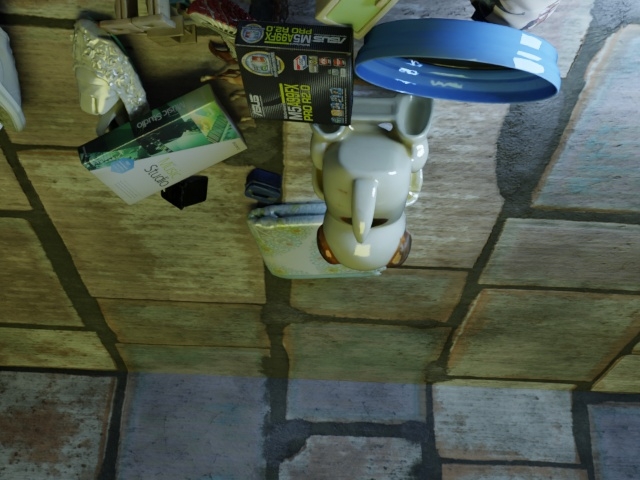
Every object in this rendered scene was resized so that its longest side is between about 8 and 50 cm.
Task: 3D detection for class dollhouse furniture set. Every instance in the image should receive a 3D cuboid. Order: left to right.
[{"bbox_3d":[-0.329,-0.452,1.534,0.128,0.129,0.183,-3,180,11],"label":"dollhouse furniture set"}]

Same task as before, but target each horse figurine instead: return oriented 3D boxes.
[{"bbox_3d":[-0.144,-0.336,1.753,0.174,0.066,0.263,-4,154,25],"label":"horse figurine"}]

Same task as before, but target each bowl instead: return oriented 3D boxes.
[{"bbox_3d":[0.260,-0.338,1.541,0.390,0.077,0.391,7,180,0],"label":"bowl"}]

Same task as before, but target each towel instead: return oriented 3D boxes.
[{"bbox_3d":[0.000,0.000,2.330,0.374,0.090,0.321,-2,148,8],"label":"towel"}]

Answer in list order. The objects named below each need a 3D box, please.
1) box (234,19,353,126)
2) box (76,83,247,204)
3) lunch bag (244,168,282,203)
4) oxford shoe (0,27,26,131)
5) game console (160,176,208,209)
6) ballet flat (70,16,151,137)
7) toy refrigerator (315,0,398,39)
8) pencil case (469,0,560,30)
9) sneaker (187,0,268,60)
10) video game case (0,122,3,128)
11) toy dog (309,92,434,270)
[{"bbox_3d":[-0.044,-0.321,1.584,0.216,0.060,0.270,5,159,3],"label":"box"},{"bbox_3d":[-0.346,-0.208,1.811,0.321,0.059,0.232,-27,157,4],"label":"box"},{"bbox_3d":[-0.153,-0.139,2.106,0.098,0.065,0.067,14,149,-21],"label":"lunch bag"},{"bbox_3d":[-0.691,-0.365,1.676,0.169,0.130,0.449,27,159,6],"label":"oxford shoe"},{"bbox_3d":[-0.368,-0.143,2.170,0.107,0.071,0.122,32,150,8],"label":"game console"},{"bbox_3d":[-0.446,-0.294,1.748,0.146,0.147,0.409,-2,151,8],"label":"ballet flat"},{"bbox_3d":[0.103,-0.471,1.398,0.102,0.094,0.269,19,147,-27],"label":"toy refrigerator"},{"bbox_3d":[0.330,-0.479,1.252,0.183,0.160,0.410,10,169,2],"label":"pencil case"},{"bbox_3d":[-0.165,-0.400,1.595,0.225,0.088,0.092,24,129,-32],"label":"sneaker"},{"bbox_3d":[-0.801,-0.312,1.767,0.190,0.022,0.173,20,162,47],"label":"video game case"},{"bbox_3d":[0.119,-0.099,1.848,0.284,0.396,0.408,-5,143,-4],"label":"toy dog"}]
